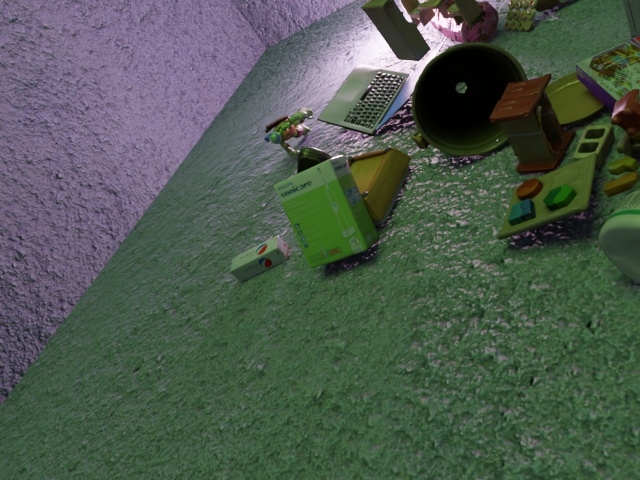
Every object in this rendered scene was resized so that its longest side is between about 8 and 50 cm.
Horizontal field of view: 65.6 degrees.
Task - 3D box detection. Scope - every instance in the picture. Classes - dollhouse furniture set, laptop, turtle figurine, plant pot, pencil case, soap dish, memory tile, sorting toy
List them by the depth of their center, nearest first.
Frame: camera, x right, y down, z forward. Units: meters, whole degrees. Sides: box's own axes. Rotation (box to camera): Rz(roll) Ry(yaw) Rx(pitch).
[{"bbox_3d":[0.552,-0.121,1.119,0.307,0.041,0.229,-27,20,49],"label":"sorting toy"},{"bbox_3d":[0.631,-0.288,1.193,0.374,0.201,0.152,6,53,49],"label":"dollhouse furniture set"},{"bbox_3d":[0.711,-0.395,1.397,0.237,0.032,0.236,-27,35,20],"label":"plant pot"},{"bbox_3d":[0.448,-0.451,1.530,0.323,0.323,0.280,-27,18,22],"label":"plant pot"},{"bbox_3d":[0.148,-0.175,1.643,0.229,0.118,0.290,-5,45,43],"label":"soap dish"},{"bbox_3d":[0.742,-0.839,1.846,0.012,0.113,0.148,-4,23,-21],"label":"memory tile"},{"bbox_3d":[0.395,-0.914,1.861,0.394,0.256,0.362,-47,32,0],"label":"dollhouse furniture set"},{"bbox_3d":[0.237,-0.637,1.978,0.408,0.236,0.381,21,62,22],"label":"laptop"},{"bbox_3d":[0.581,-0.918,2.042,0.160,0.167,0.386,-25,36,5],"label":"pencil case"},{"bbox_3d":[-0.088,-0.480,2.227,0.275,0.197,0.266,-6,30,29],"label":"turtle figurine"}]

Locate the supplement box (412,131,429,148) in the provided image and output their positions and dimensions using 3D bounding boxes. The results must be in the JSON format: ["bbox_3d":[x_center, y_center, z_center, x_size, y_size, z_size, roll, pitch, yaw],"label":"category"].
[{"bbox_3d":[0.367,-0.360,1.705,0.083,0.043,0.055,-40,31,1],"label":"supplement box"}]

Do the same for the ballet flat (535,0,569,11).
[{"bbox_3d":[0.928,-0.934,1.771,0.342,0.116,0.124,-38,51,-3],"label":"ballet flat"}]

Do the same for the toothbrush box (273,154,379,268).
[{"bbox_3d":[0.020,-0.085,1.500,0.206,0.283,0.122,-21,8,30],"label":"toothbrush box"}]

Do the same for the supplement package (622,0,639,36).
[{"bbox_3d":[0.980,-0.663,1.336,0.133,0.139,0.244,-52,35,-15],"label":"supplement package"}]

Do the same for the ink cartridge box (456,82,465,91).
[{"bbox_3d":[0.482,-0.626,1.877,0.127,0.072,0.175,-38,32,3],"label":"ink cartridge box"}]

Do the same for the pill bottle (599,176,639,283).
[{"bbox_3d":[0.692,-0.092,0.888,0.361,0.204,0.204,-48,33,-10],"label":"pill bottle"}]

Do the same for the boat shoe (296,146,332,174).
[{"bbox_3d":[-0.019,-0.175,1.672,0.133,0.355,0.130,12,66,11],"label":"boat shoe"}]

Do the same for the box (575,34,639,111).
[{"bbox_3d":[0.808,-0.406,1.242,0.201,0.057,0.293,-22,41,15],"label":"box"}]

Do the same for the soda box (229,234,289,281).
[{"bbox_3d":[-0.219,0.067,1.783,0.216,0.069,0.073,-27,35,23],"label":"soda box"}]
